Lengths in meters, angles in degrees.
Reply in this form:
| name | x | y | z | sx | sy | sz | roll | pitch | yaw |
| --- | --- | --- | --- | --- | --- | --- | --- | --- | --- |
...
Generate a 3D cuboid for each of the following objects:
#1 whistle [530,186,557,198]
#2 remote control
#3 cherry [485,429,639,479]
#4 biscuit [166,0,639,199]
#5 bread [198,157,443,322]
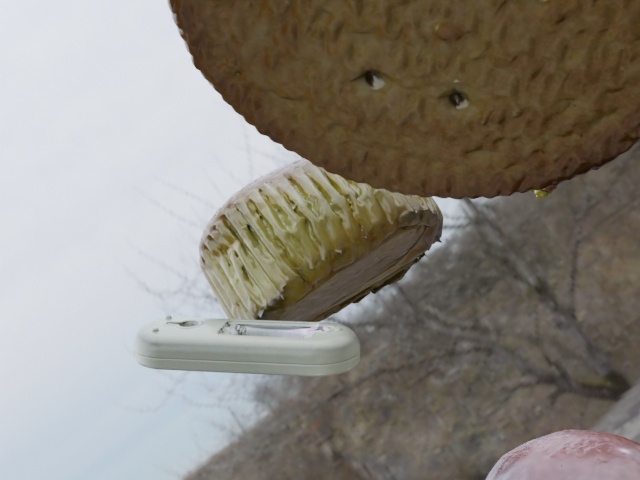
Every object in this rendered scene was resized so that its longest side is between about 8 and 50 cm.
| name | x | y | z | sx | sy | sz | roll | pitch | yaw |
| --- | --- | --- | --- | --- | --- | --- | --- | --- | --- |
| whistle | 0.294 | -0.094 | 1.466 | 0.057 | 0.046 | 0.109 | -1 | -39 | -23 |
| remote control | -0.072 | 0.099 | 1.073 | 0.221 | 0.042 | 0.078 | 2 | 16 | 12 |
| cherry | 0.230 | 0.270 | 0.830 | 0.213 | 0.285 | 0.236 | -26 | -6 | -32 |
| biscuit | 0.061 | -0.130 | 0.594 | 0.305 | 0.305 | 0.038 | -43 | 25 | 47 |
| bread | 0.000 | 0.000 | 1.214 | 0.253 | 0.142 | 0.227 | -30 | -22 | -20 |
